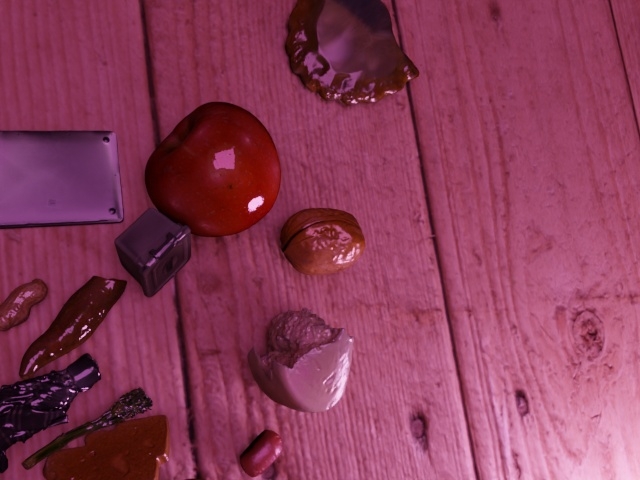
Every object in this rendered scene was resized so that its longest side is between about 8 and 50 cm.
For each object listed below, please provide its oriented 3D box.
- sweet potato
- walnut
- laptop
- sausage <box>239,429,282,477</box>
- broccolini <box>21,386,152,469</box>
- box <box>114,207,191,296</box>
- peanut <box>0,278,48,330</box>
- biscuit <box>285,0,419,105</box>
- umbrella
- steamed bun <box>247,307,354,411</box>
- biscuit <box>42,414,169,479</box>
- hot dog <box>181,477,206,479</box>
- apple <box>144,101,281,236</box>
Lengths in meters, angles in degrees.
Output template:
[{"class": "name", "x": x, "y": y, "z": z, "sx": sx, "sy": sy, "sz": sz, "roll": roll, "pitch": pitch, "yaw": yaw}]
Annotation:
[{"class": "sweet potato", "x": -0.447, "y": 0.150, "z": 1.159, "sx": 0.077, "sy": 0.077, "sz": 0.244, "roll": 43, "pitch": 59, "yaw": -9}, {"class": "walnut", "x": 0.000, "y": 0.000, "z": 1.346, "sx": 0.180, "sy": 0.144, "sz": 0.144, "roll": -11, "pitch": 84, "yaw": -20}, {"class": "laptop", "x": -0.516, "y": -0.118, "z": 1.220, "sx": 0.269, "sy": 0.015, "sz": 0.188, "roll": -4, "pitch": 81, "yaw": -23}, {"class": "sausage", "x": -0.114, "y": 0.413, "z": 1.255, "sx": 0.054, "sy": 0.059, "sz": 0.094, "roll": 45, "pitch": 67, "yaw": 2}, {"class": "broccolini", "x": -0.401, "y": 0.325, "z": 1.126, "sx": 0.239, "sy": 0.054, "sz": 0.051, "roll": -23, "pitch": 100, "yaw": -42}, {"class": "box", "x": -0.313, "y": 0.019, "z": 1.201, "sx": 0.093, "sy": 0.172, "sz": 0.124, "roll": 39, "pitch": 66, "yaw": 6}, {"class": "peanut", "x": -0.533, "y": 0.114, "z": 1.149, "sx": 0.054, "sy": 0.054, "sz": 0.113, "roll": 43, "pitch": 67, "yaw": -10}, {"class": "biscuit", "x": 0.087, "y": -0.467, "z": 1.508, "sx": 0.335, "sy": 0.078, "sz": 0.329, "roll": 15, "pitch": 78, "yaw": -17}, {"class": "umbrella", "x": -0.516, "y": 0.317, "z": 1.077, "sx": 0.336, "sy": 0.128, "sz": 0.154, "roll": -20, "pitch": 86, "yaw": -27}, {"class": "steamed bun", "x": -0.041, "y": 0.221, "z": 1.233, "sx": 0.170, "sy": 0.225, "sz": 0.200, "roll": 15, "pitch": 76, "yaw": -19}, {"class": "biscuit", "x": -0.352, "y": 0.390, "z": 1.123, "sx": 0.238, "sy": 0.212, "sz": 0.041, "roll": -37, "pitch": 137, "yaw": -44}, {"class": "hot dog", "x": -0.292, "y": 0.524, "z": 1.128, "sx": 0.272, "sy": 0.122, "sz": 0.196, "roll": -4, "pitch": 88, "yaw": -25}, {"class": "apple", "x": -0.199, "y": -0.125, "z": 1.224, "sx": 0.216, "sy": 0.260, "sz": 0.260, "roll": 48, "pitch": 65, "yaw": -28}]
